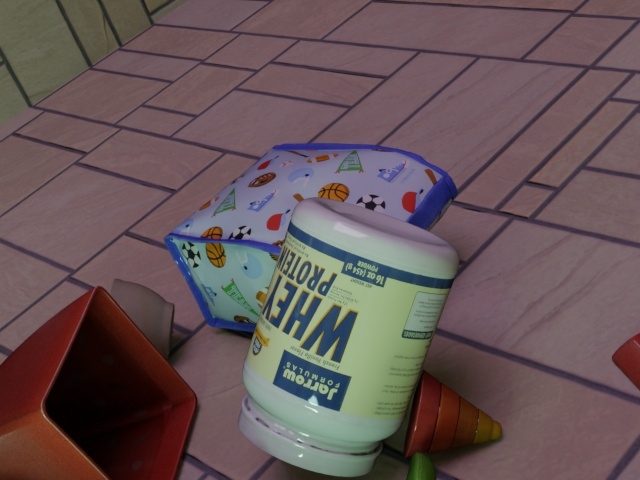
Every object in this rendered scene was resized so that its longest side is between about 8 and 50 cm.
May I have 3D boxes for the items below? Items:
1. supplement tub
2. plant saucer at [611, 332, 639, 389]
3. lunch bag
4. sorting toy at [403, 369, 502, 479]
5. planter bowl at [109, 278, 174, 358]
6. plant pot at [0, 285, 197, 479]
[{"bbox_3d":[0.030,0.126,1.415,0.235,0.324,0.235,18,8,-3],"label":"supplement tub"},{"bbox_3d":[0.551,0.152,1.365,0.258,0.047,0.259,-25,33,-4],"label":"plant saucer"},{"bbox_3d":[0.000,0.000,1.749,0.385,0.239,0.328,0,36,43],"label":"lunch bag"},{"bbox_3d":[0.167,0.322,1.325,0.126,0.127,0.365,12,39,0],"label":"sorting toy"},{"bbox_3d":[-0.308,0.150,1.804,0.109,0.162,0.162,6,34,-4],"label":"planter bowl"},{"bbox_3d":[-0.377,0.277,1.570,0.236,0.267,0.267,-23,30,24],"label":"plant pot"}]
